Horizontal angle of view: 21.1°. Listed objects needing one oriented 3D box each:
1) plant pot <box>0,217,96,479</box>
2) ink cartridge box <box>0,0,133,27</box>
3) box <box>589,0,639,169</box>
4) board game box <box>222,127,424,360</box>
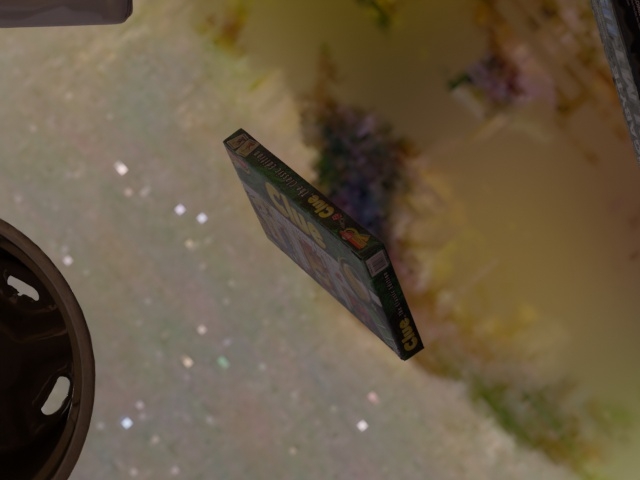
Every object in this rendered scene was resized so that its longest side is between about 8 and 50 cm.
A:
[{"bbox_3d":[-0.360,0.121,1.669,0.334,0.334,0.305,49,-178,0],"label":"plant pot"},{"bbox_3d":[-0.274,-0.254,1.123,0.223,0.129,0.307,-7,-148,-27],"label":"ink cartridge box"},{"bbox_3d":[0.346,-0.210,1.271,0.073,0.293,0.295,162,91,-86],"label":"box"},{"bbox_3d":[0.000,0.000,1.613,0.260,0.030,0.136,40,158,49],"label":"board game box"}]
